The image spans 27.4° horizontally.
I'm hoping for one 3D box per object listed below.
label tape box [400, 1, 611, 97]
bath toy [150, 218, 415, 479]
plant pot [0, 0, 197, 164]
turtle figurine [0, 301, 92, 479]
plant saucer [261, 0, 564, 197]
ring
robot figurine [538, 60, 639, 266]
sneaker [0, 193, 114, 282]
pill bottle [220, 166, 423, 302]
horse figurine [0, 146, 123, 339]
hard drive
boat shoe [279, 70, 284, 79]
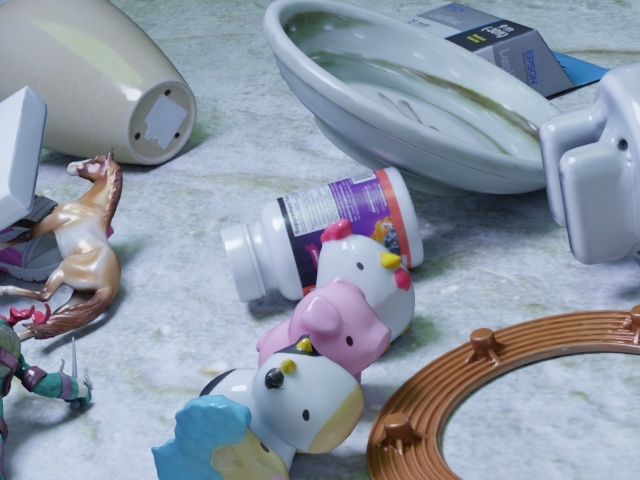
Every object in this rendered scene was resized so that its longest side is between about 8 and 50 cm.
[{"bbox_3d":[0.196,-0.246,1.793,0.334,0.106,0.240,-21,25,-15],"label":"label tape box"},{"bbox_3d":[-0.009,0.094,1.113,0.151,0.129,0.348,-2,25,27],"label":"bath toy"},{"bbox_3d":[-0.313,-0.219,1.897,0.274,0.256,0.256,28,45,36],"label":"plant pot"},{"bbox_3d":[-0.317,0.140,1.215,0.175,0.118,0.234,-9,29,11],"label":"turtle figurine"},{"bbox_3d":[0.106,-0.144,1.481,0.400,0.100,0.400,21,23,-9],"label":"plant saucer"},{"bbox_3d":[0.199,0.133,1.027,0.337,0.032,0.336,-13,23,6],"label":"ring"},{"bbox_3d":[0.385,-0.084,1.194,0.353,0.200,0.300,-14,33,0],"label":"robot figurine"},{"bbox_3d":[-0.371,-0.018,1.596,0.252,0.111,0.103,-4,25,23],"label":"sneaker"},{"bbox_3d":[0.000,0.000,1.345,0.193,0.108,0.108,-16,23,-3],"label":"pill bottle"},{"bbox_3d":[-0.288,0.019,1.469,0.174,0.066,0.263,-15,46,-6],"label":"horse figurine"},{"bbox_3d":[-0.484,-0.027,1.561,0.353,0.047,0.233,-30,34,16],"label":"hard drive"},{"bbox_3d":[0.003,-0.279,2.049,0.153,0.056,0.048,-21,15,-20],"label":"boat shoe"}]
